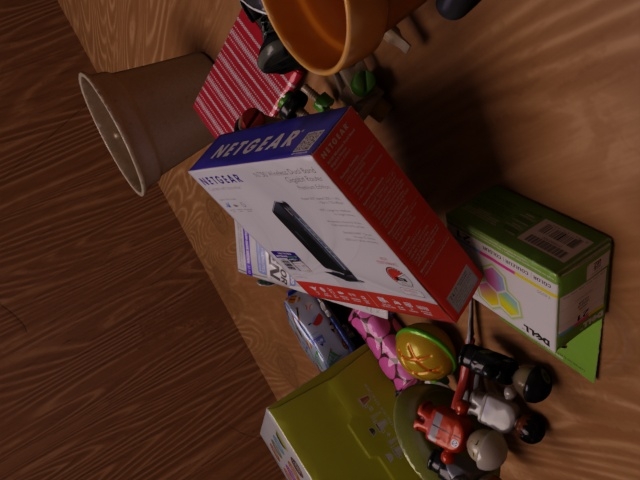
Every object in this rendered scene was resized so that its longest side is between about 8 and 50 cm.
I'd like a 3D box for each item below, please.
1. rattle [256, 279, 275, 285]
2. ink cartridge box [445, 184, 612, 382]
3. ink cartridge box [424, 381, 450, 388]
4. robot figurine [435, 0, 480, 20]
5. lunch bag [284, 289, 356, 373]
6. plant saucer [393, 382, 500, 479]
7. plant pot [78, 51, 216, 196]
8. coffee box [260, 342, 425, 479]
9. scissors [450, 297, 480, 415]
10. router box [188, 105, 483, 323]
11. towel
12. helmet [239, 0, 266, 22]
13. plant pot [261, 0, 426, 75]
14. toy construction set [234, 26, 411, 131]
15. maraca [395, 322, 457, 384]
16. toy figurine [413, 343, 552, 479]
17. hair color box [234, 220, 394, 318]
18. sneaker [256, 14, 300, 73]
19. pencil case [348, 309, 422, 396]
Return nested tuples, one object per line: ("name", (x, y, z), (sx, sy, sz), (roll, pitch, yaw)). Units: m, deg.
("rattle", (-0.044, 0.113, 1.520), (0.130, 0.199, 0.143), (-18, 93, 34))
("ink cartridge box", (0.276, 0.080, 0.853), (0.188, 0.097, 0.255), (37, 149, 48))
("ink cartridge box", (0.265, 0.338, 1.329), (0.115, 0.029, 0.063), (48, 156, 30))
("robot figurine", (0.141, -0.320, 0.520), (0.278, 0.208, 0.174), (107, 166, -64))
("lunch bag", (-0.006, 0.241, 1.693), (0.243, 0.114, 0.303), (57, 168, 14))
("plant saucer", (0.245, 0.362, 1.169), (0.241, 0.240, 0.037), (53, 128, 21))
("plant pot", (-0.403, -0.331, 1.636), (0.334, 0.305, 0.334), (49, 158, 28))
("coffee box", (0.090, 0.474, 1.482), (0.338, 0.338, 0.334), (54, 158, 17))
("scissors", (0.264, 0.187, 1.111), (0.021, 0.109, 0.297), (13, 110, 33))
("router box", (0.008, -0.027, 0.875), (0.301, 0.082, 0.335), (47, 157, -26))
("towel", (-0.151, -0.306, 1.284), (0.199, 0.031, 0.275), (54, 130, 17))
("helmet", (-0.053, -0.393, 0.911), (0.170, 0.169, 0.161), (61, 178, 1))
("plant pot", (0.048, -0.322, 0.727), (0.205, 0.187, 0.205), (50, 158, 29))
("toy construction set", (0.043, -0.194, 0.945), (0.237, 0.257, 0.309), (42, 145, 3))
("maraca", (0.203, 0.224, 1.220), (0.127, 0.099, 0.186), (27, 151, 25))
("toy figurine", (0.269, 0.297, 1.009), (0.148, 0.213, 0.210), (19, 141, 38))
("hair color box", (0.000, 0.000, 1.161), (0.338, 0.110, 0.185), (14, 120, 29))
("sneaker", (-0.071, -0.348, 1.049), (0.227, 0.087, 0.130), (-66, -44, -74))
("pencil case", (0.144, 0.227, 1.375), (0.209, 0.095, 0.098), (57, 148, 20))
